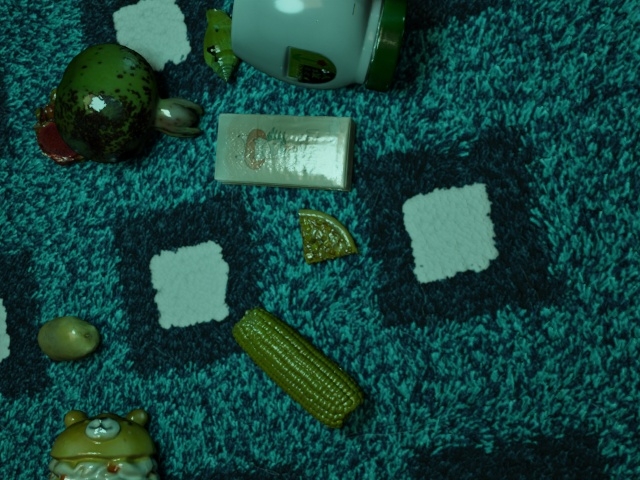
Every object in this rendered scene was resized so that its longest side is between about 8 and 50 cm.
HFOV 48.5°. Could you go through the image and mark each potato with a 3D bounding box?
[{"bbox_3d":[-0.646,0.250,1.814,0.178,0.118,0.109,-10,51,28],"label":"potato"}]

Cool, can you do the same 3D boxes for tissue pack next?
[{"bbox_3d":[-0.086,-0.210,1.681,0.326,0.071,0.170,5,89,16],"label":"tissue pack"}]

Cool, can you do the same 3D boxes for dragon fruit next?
[{"bbox_3d":[-0.667,-0.297,1.824,0.133,0.150,0.207,-8,79,-13],"label":"dragon fruit"}]

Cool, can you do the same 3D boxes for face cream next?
[{"bbox_3d":[-0.004,-0.459,1.545,0.357,0.312,0.219,10,68,-1],"label":"face cream"}]

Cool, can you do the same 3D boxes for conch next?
[{"bbox_3d":[-0.238,-0.472,1.733,0.095,0.079,0.200,2,81,-3],"label":"conch"}]

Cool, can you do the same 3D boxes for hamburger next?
[{"bbox_3d":[-0.516,0.524,1.702,0.277,0.276,0.236,-4,76,16],"label":"hamburger"}]

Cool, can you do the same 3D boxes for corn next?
[{"bbox_3d":[-0.055,0.286,1.635,0.344,0.131,0.131,40,99,15],"label":"corn"}]

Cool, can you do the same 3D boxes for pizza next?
[{"bbox_3d":[0.000,0.000,1.669,0.131,0.041,0.178,-44,78,12],"label":"pizza"}]

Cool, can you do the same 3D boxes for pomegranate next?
[{"bbox_3d":[-0.455,-0.312,1.714,0.341,0.285,0.284,12,93,-10],"label":"pomegranate"}]
